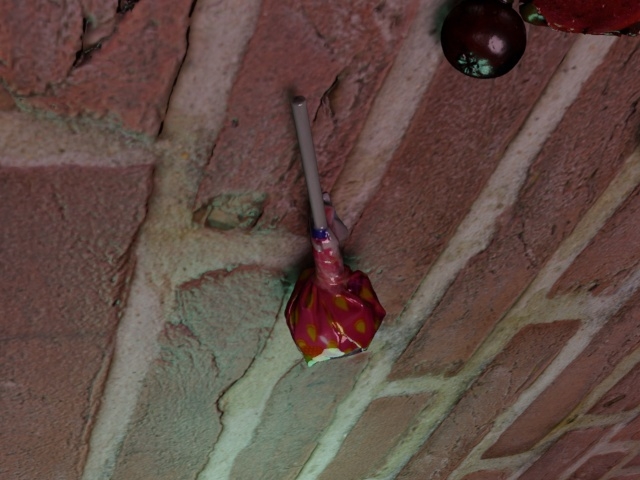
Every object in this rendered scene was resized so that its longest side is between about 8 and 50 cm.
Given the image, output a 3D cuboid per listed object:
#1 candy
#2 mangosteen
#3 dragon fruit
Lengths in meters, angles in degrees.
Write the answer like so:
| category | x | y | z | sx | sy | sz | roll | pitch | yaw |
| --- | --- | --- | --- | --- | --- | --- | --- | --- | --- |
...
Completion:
| category | x | y | z | sx | sy | sz | roll | pitch | yaw |
| --- | --- | --- | --- | --- | --- | --- | --- | --- | --- |
| candy | 0.000 | 0.000 | 0.791 | 0.124 | 0.124 | 0.365 | -17 | 134 | -6 |
| mangosteen | 0.153 | -0.190 | 0.664 | 0.080 | 0.081 | 0.081 | -13 | 140 | -11 |
| dragon fruit | 0.260 | -0.241 | 0.624 | 0.207 | 0.150 | 0.133 | -2 | 166 | -32 |
